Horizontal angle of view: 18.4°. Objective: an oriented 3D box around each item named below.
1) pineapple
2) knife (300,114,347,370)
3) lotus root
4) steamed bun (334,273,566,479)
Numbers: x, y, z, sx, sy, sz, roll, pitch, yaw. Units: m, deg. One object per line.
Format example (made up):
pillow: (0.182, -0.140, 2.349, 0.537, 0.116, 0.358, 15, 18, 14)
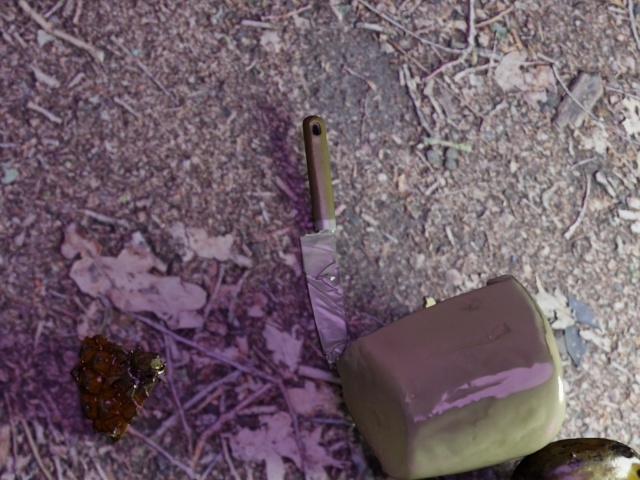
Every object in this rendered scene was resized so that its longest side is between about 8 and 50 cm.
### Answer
pineapple: (-0.188, 0.139, 1.989, 0.077, 0.114, 0.114, 5, 69, -43)
knife: (-0.001, 0.001, 2.180, 0.047, 0.017, 0.298, 0, 71, -22)
lotus root: (0.272, 0.273, 2.126, 0.209, 0.120, 0.120, -6, 70, -25)
steamed bun: (0.140, 0.164, 2.102, 0.225, 0.170, 0.200, -14, 39, -9)
